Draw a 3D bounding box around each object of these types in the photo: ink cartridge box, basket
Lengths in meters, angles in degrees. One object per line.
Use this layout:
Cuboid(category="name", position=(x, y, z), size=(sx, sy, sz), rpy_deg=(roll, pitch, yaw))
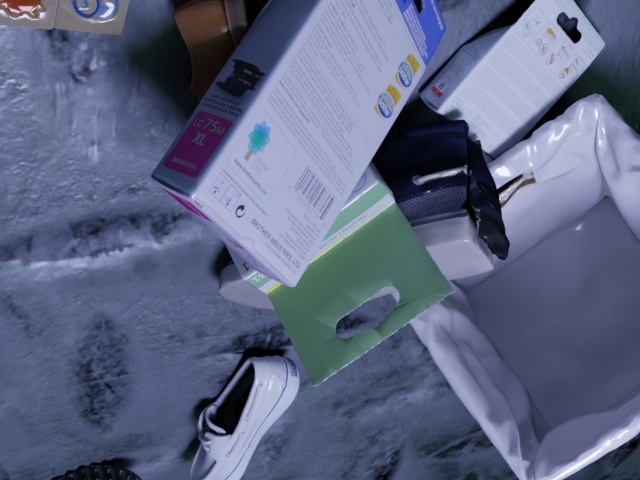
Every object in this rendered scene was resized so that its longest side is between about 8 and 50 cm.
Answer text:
Cuboid(category="ink cartridge box", position=(0.213, -0.188, 0.910), size=(0.179, 0.045, 0.145), rpy_deg=(-51, 137, 11))
Cuboid(category="basket", position=(0.307, 0.075, 0.987), size=(0.328, 0.331, 0.266), rpy_deg=(-38, 155, 11))
Cuboid(category="ink cartridge box", position=(-0.002, -0.131, 0.737), size=(0.311, 0.065, 0.186), rpy_deg=(-57, 146, -10))
Cuboid(category="ink cartridge box", position=(0.000, 0.000, 0.823), size=(0.171, 0.235, 0.056), rpy_deg=(-36, 145, 10))

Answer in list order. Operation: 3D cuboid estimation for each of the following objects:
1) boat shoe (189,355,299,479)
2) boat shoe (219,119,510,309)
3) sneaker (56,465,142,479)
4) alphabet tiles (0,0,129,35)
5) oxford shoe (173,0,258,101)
Cuboid(category="boat shoe", position=(-0.131, 0.257, 1.158), size=(0.084, 0.095, 0.258), rpy_deg=(18, 112, -37))
Cuboid(category="boat shoe", position=(0.041, -0.024, 0.930), size=(0.341, 0.158, 0.127), rpy_deg=(-12, 152, 24))
Cuboid(category="sneaker", position=(-0.360, 0.387, 1.167), size=(0.234, 0.078, 0.106), rpy_deg=(-17, 143, -8))
Cuboid(category="alphabet tiles", position=(-0.223, -0.277, 0.564), size=(0.343, 0.011, 0.285), rpy_deg=(-2, 135, -30))
Cuboid(category="oxford shoe", position=(-0.081, -0.137, 0.768), size=(0.076, 0.076, 0.212), rpy_deg=(-9, 135, 6))
